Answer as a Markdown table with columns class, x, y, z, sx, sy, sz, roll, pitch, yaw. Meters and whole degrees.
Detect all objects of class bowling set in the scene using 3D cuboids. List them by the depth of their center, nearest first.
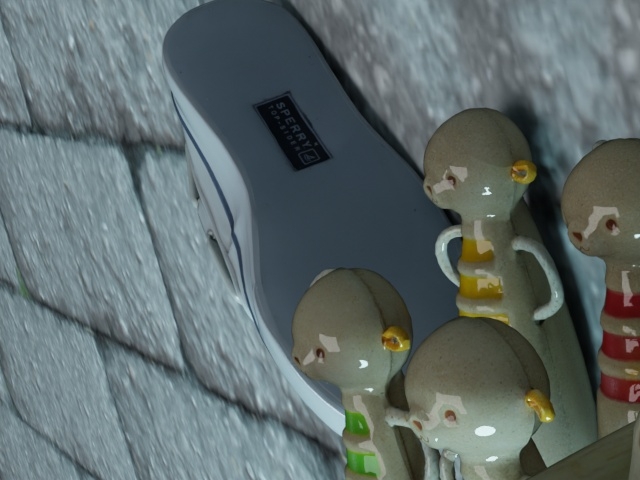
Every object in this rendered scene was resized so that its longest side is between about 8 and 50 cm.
| class | x | y | z | sx | sy | sz | roll | pitch | yaw |
| --- | --- | --- | --- | --- | --- | --- | --- | --- | --- |
| bowling set | 0.050 | 0.060 | 0.599 | 0.287 | 0.200 | 0.154 | 14 | 120 | 63 |

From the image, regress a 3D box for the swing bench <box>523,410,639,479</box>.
| class | x | y | z | sx | sy | sz | roll | pitch | yaw |
| --- | --- | --- | --- | --- | --- | --- | --- | --- | --- |
| swing bench | 0.130 | 0.036 | 0.309 | 0.165 | 0.255 | 0.253 | 44 | 160 | 1 |

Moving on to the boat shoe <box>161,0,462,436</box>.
| class | x | y | z | sx | sy | sz | roll | pitch | yaw |
| --- | --- | --- | --- | --- | --- | --- | --- | --- | --- |
| boat shoe | 0.000 | 0.000 | 0.848 | 0.084 | 0.095 | 0.258 | 87 | 166 | -48 |
